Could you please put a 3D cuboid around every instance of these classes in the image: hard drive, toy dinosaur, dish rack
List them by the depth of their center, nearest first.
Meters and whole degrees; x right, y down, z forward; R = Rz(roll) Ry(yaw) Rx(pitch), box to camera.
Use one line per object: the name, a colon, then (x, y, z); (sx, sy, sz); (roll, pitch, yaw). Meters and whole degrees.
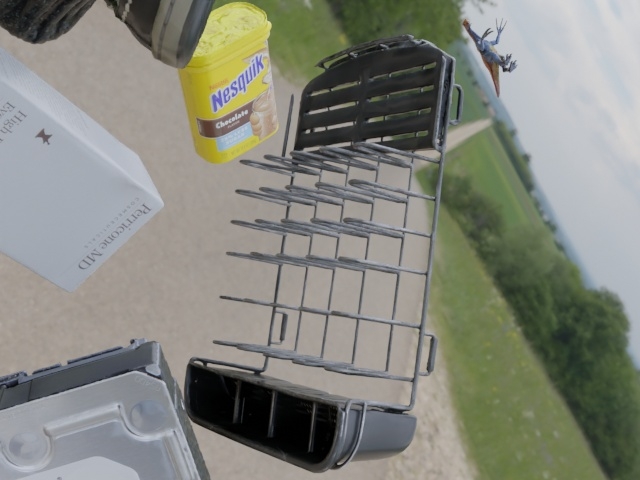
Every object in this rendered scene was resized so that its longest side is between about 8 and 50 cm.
dish rack: (0.000, 0.000, 0.626); (0.074, 0.208, 0.271); (11, 85, -32)
hard drive: (-0.199, 0.265, 0.820); (0.064, 0.237, 0.339); (-114, -171, -67)
toy dinosaur: (0.202, -0.237, 1.189); (0.082, 0.090, 0.047); (35, 16, 32)

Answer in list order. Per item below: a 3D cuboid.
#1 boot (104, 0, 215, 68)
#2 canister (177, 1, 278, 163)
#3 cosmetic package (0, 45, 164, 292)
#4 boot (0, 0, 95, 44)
boot: (-0.125, -0.156, 0.396); (0.178, 0.085, 0.236); (20, 22, -20)
canister: (-0.115, -0.193, 1.199); (0.073, 0.126, 0.170); (37, -31, 34)
cosmetic package: (-0.241, -0.065, 0.735); (0.231, 0.117, 0.085); (40, 10, -45)
boot: (-0.182, -0.238, 0.735); (0.131, 0.260, 0.348); (60, 24, -20)
